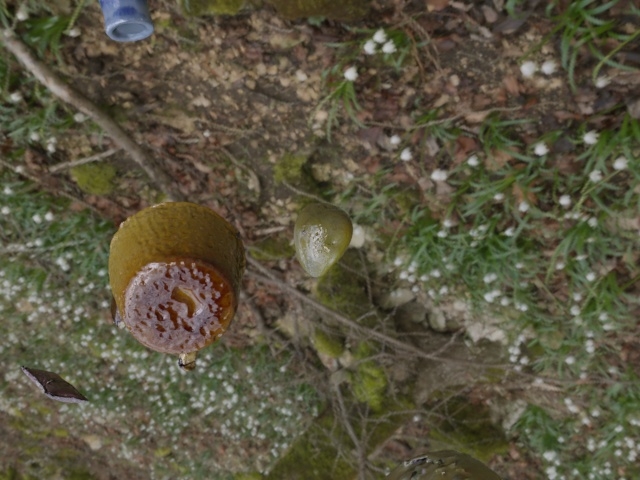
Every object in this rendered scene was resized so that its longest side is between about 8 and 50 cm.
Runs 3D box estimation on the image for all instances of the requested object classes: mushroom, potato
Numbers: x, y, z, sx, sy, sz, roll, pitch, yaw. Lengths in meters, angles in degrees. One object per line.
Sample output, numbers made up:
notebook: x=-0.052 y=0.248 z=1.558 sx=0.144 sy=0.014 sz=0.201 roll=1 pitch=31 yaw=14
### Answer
mushroom: x=-0.421 y=0.167 z=1.594 sx=0.208 sy=0.233 sz=0.301 roll=12 pitch=145 yaw=25
potato: x=0.000 y=0.000 z=1.613 sx=0.157 sy=0.157 sz=0.193 roll=32 pitch=112 yaw=59

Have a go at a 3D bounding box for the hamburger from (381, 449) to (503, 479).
hamburger: x=0.118 y=0.332 z=0.507 sx=0.195 sy=0.276 sz=0.318 roll=28 pitch=175 yaw=-16

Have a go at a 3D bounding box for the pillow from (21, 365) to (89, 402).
pillow: x=-0.701 y=0.381 z=1.594 sx=0.185 sy=0.043 sz=0.118 roll=17 pitch=171 yaw=41

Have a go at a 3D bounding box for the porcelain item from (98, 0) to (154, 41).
porcelain item: x=-0.376 y=-0.506 z=1.119 sx=0.141 sy=0.141 sz=0.259 roll=162 pitch=94 yaw=-74

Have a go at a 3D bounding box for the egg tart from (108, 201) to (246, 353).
egg tart: x=-0.191 y=0.058 z=0.837 sx=0.202 sy=0.203 sz=0.147 roll=67 pitch=173 yaw=-26
